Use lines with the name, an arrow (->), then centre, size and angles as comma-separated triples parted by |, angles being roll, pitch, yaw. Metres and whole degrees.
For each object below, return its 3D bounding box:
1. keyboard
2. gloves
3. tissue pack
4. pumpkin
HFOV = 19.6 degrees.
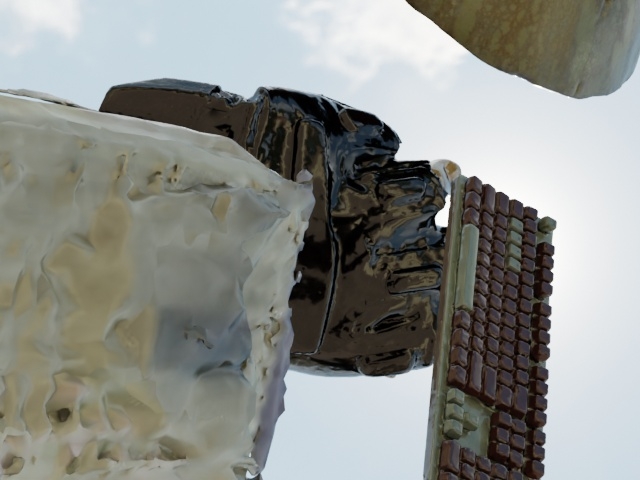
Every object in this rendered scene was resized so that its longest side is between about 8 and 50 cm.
keyboard -> 0.070, 0.046, 0.726 | 0.055, 0.166, 0.017 | 31, -45, -24
gloves -> 0.000, 0.000, 0.877 | 0.203, 0.124, 0.164 | 14, -45, 8
tissue pack -> -0.199, -0.001, 0.557 | 0.344, 0.242, 0.125 | 12, -88, 39
pumpkin -> 0.098, -0.181, 0.942 | 0.217, 0.217, 0.110 | 46, -50, 13
